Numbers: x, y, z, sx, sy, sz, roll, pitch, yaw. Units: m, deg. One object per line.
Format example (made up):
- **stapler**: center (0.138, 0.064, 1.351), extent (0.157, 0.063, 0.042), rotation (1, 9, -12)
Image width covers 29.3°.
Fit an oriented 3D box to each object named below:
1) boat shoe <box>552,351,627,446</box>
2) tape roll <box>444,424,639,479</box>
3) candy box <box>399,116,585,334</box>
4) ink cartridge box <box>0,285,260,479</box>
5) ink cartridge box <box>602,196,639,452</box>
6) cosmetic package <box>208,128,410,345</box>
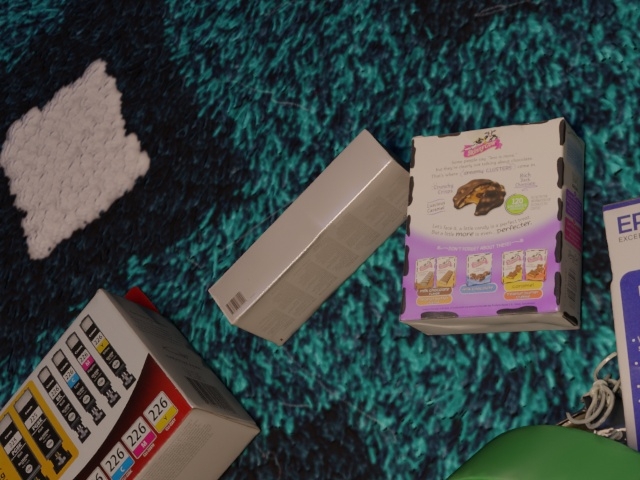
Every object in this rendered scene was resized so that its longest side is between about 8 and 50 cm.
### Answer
- **boat shoe**: center (0.249, 0.164, 1.072), extent (0.254, 0.095, 0.079), rotation (-39, 97, 20)
- **tape roll**: center (0.214, 0.295, 0.928), extent (0.321, 0.321, 0.077), rotation (28, 48, 36)
- **candy box**: center (0.171, -0.011, 1.205), extent (0.165, 0.070, 0.196), rotation (-5, 70, 30)
- **ink cartridge box**: center (-0.268, 0.223, 1.349), extent (0.309, 0.130, 0.272), rotation (-50, 53, 6)
- **ink cartridge box**: center (0.384, 0.090, 0.934), extent (0.304, 0.072, 0.307), rotation (-13, 62, 28)
- **cosmetic package**: center (0.000, 0.000, 1.290), extent (0.239, 0.099, 0.060), rotation (-45, 53, 9)
